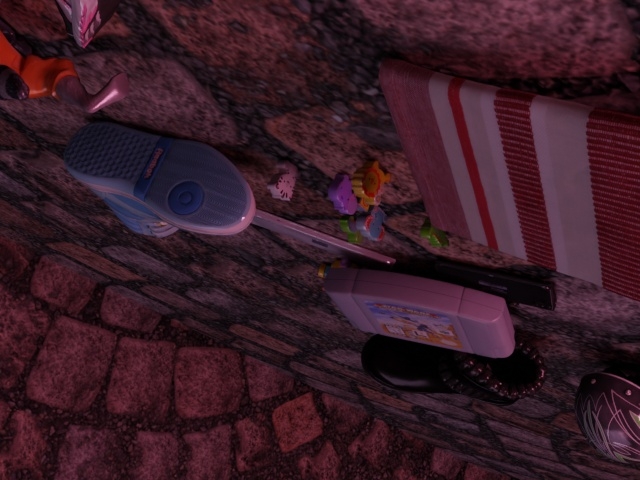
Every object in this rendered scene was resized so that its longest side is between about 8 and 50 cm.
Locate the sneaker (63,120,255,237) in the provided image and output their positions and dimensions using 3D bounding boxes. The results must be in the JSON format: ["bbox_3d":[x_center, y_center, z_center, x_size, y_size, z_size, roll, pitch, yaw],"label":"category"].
[{"bbox_3d":[-0.212,-0.062,1.217,0.319,0.127,0.208,24,163,23],"label":"sneaker"}]

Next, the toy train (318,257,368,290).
[{"bbox_3d":[0.064,0.079,1.439,0.125,0.046,0.166,29,160,-23],"label":"toy train"}]

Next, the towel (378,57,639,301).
[{"bbox_3d":[0.217,-0.049,0.746,0.329,0.037,0.237,23,155,36],"label":"towel"}]

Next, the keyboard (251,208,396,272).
[{"bbox_3d":[0.000,0.000,1.342,0.256,0.014,0.072,20,168,3],"label":"keyboard"}]

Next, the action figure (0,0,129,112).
[{"bbox_3d":[-0.432,-0.227,0.902,0.330,0.178,0.341,-3,154,33],"label":"action figure"}]

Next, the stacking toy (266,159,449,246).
[{"bbox_3d":[0.053,-0.039,1.096,0.167,0.052,0.221,6,158,41],"label":"stacking toy"}]

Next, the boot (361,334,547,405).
[{"bbox_3d":[0.240,0.226,1.524,0.348,0.131,0.260,6,167,10],"label":"boot"}]

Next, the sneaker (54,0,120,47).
[{"bbox_3d":[-0.241,-0.262,0.773,0.077,0.072,0.178,33,155,2],"label":"sneaker"}]

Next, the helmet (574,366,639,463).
[{"bbox_3d":[0.510,0.288,1.350,0.161,0.169,0.169,-19,-176,-31],"label":"helmet"}]

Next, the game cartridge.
[{"bbox_3d":[0.160,0.116,1.320,0.297,0.062,0.198,9,161,24],"label":"game cartridge"}]

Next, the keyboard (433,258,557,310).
[{"bbox_3d":[0.266,0.068,1.223,0.180,0.023,0.108,13,155,26],"label":"keyboard"}]
